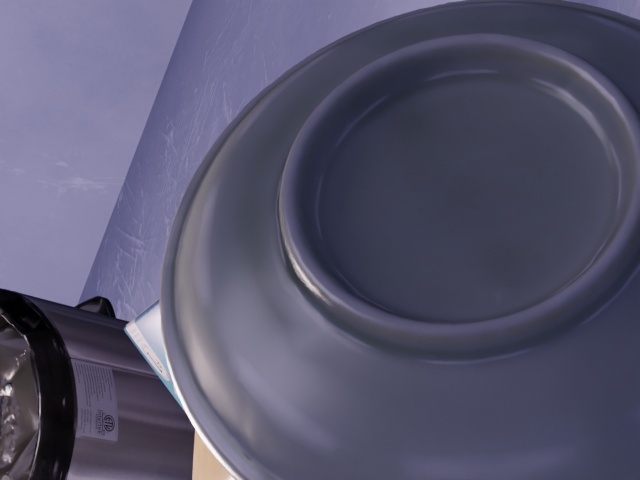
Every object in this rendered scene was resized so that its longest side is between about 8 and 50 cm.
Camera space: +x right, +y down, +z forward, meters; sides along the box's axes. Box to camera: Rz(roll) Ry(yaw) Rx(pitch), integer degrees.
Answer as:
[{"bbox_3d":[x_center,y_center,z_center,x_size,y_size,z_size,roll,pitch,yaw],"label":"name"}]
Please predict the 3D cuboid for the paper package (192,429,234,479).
[{"bbox_3d":[0.009,0.104,1.475,0.325,0.168,0.309,124,154,-46],"label":"paper package"}]

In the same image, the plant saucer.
[{"bbox_3d":[0.089,-0.011,0.934,0.100,0.401,0.400,71,-161,-54],"label":"plant saucer"}]

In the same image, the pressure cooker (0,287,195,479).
[{"bbox_3d":[-0.313,0.270,1.986,0.376,0.420,0.369,25,94,39],"label":"pressure cooker"}]

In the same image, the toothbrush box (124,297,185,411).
[{"bbox_3d":[0.011,0.130,1.134,0.126,0.295,0.216,-36,0,-21],"label":"toothbrush box"}]
